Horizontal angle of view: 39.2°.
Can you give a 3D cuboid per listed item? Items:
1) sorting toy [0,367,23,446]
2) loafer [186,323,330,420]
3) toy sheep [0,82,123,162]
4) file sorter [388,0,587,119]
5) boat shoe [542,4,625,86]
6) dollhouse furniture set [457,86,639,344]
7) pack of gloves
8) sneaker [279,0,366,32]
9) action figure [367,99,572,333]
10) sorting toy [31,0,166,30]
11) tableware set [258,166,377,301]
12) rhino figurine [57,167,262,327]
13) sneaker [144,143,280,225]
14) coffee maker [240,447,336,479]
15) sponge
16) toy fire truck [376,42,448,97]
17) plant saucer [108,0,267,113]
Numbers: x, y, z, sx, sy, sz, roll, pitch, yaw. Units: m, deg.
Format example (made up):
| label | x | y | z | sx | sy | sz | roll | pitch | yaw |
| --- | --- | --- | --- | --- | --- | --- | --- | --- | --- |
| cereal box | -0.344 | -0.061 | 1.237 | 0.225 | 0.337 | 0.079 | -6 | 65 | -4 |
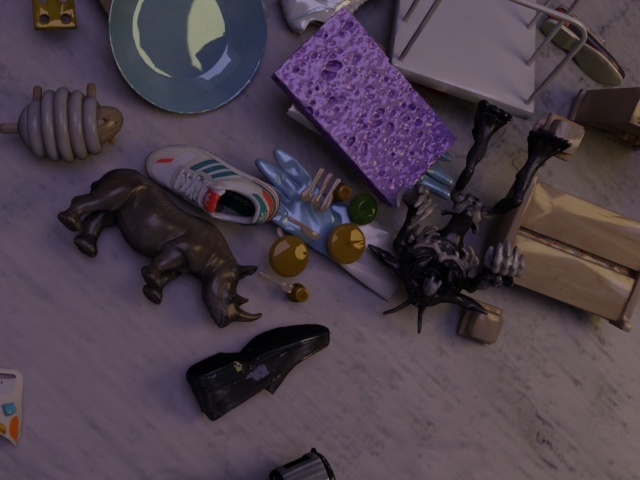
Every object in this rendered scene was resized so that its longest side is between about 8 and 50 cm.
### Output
| label | x | y | z | sx | sy | sz | roll | pitch | yaw |
| --- | --- | --- | --- | --- | --- | --- | --- | --- | --- |
| sorting toy | -0.342 | 0.162 | 0.924 | 0.083 | 0.045 | 0.075 | 17 | 54 | -12 |
| loafer | -0.064 | 0.143 | 1.004 | 0.170 | 0.062 | 0.061 | -20 | 105 | -17 |
| toy sheep | -0.283 | -0.127 | 0.986 | 0.132 | 0.091 | 0.091 | -7 | 79 | -4 |
| file sorter | 0.214 | -0.330 | 1.105 | 0.193 | 0.173 | 0.277 | 16 | 60 | -12 |
| boat shoe | 0.367 | -0.267 | 1.234 | 0.137 | 0.049 | 0.043 | 41 | 67 | 1 |
| dollhouse furniture set | 0.363 | -0.006 | 1.166 | 0.303 | 0.174 | 0.355 | 21 | 95 | -10 |
| pack of gloves | 0.038 | -0.072 | 1.085 | 0.232 | 0.046 | 0.195 | 35 | 82 | -14 |
| sneaker | 0.023 | -0.300 | 1.139 | 0.152 | 0.054 | 0.061 | -16 | 91 | -14 |
| action figure | 0.157 | -0.017 | 1.014 | 0.164 | 0.141 | 0.275 | 29 | 96 | 6 |
| sorting toy | -0.230 | -0.327 | 1.067 | 0.274 | 0.046 | 0.132 | -30 | 88 | -20 |
| tableware set | 0.000 | 0.000 | 1.043 | 0.104 | 0.024 | 0.154 | 31 | 82 | -20 |
| rhino figurine | -0.161 | 0.012 | 0.992 | 0.243 | 0.073 | 0.106 | 37 | 62 | -9 |
| sneaker | -0.126 | -0.061 | 1.001 | 0.161 | 0.075 | 0.057 | 24 | 105 | 3 |
| coffee maker | -0.063 | 0.322 | 0.937 | 0.178 | 0.120 | 0.171 | -10 | 103 | -18 |
| sponge | 0.053 | -0.153 | 1.046 | 0.117 | 0.031 | 0.210 | -45 | 102 | -10 |
| toy fire truck | 0.071 | -0.197 | 1.126 | 0.192 | 0.047 | 0.135 | 24 | 71 | -10 |
| plant saucer | -0.157 | -0.247 | 1.048 | 0.195 | 0.037 | 0.195 | -10 | 110 | -28 |
